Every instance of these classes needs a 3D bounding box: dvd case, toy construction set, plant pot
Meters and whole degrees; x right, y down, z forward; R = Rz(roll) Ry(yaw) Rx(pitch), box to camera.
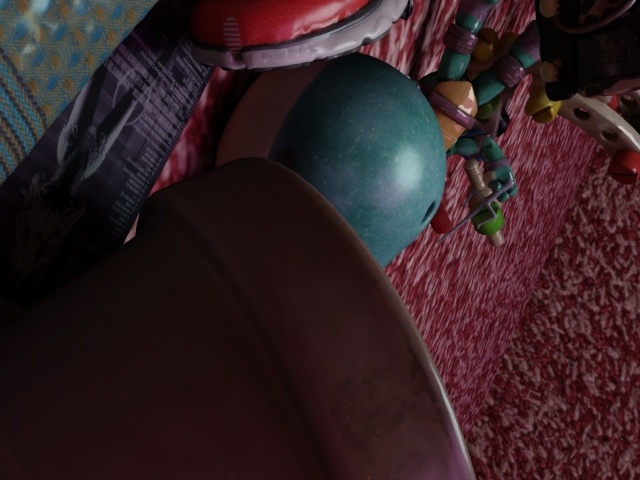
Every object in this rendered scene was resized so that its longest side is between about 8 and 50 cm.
[{"bbox_3d":[-0.126,-0.051,0.490,0.221,0.018,0.164,-64,162,-9],"label":"dvd case"},{"bbox_3d":[0.219,-0.164,1.055,0.309,0.257,0.237,-41,137,-6],"label":"toy construction set"},{"bbox_3d":[-0.088,0.118,0.443,0.229,0.263,0.263,-23,140,-23],"label":"plant pot"}]

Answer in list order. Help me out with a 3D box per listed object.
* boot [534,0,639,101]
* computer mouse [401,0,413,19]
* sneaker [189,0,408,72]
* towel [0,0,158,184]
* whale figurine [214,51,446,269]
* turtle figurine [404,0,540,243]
[{"bbox_3d":[0.157,-0.226,0.542,0.377,0.138,0.284,-49,126,-71],"label":"boot"},{"bbox_3d":[0.044,-0.222,0.704,0.193,0.042,0.106,-20,131,-64],"label":"computer mouse"},{"bbox_3d":[0.007,-0.195,0.542,0.279,0.107,0.118,-53,139,-36],"label":"sneaker"},{"bbox_3d":[-0.140,-0.135,0.308,0.370,0.040,0.271,-58,154,-27],"label":"towel"},{"bbox_3d":[0.000,0.000,0.690,0.216,0.141,0.272,-16,127,-66],"label":"whale figurine"},{"bbox_3d":[0.126,-0.126,0.929,0.175,0.118,0.234,25,103,-29],"label":"turtle figurine"}]
